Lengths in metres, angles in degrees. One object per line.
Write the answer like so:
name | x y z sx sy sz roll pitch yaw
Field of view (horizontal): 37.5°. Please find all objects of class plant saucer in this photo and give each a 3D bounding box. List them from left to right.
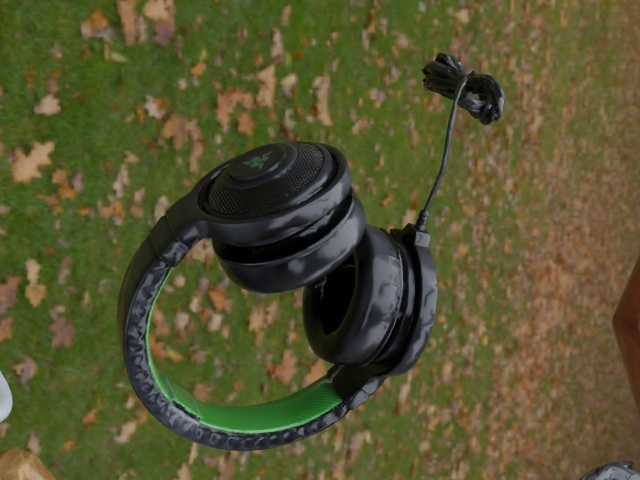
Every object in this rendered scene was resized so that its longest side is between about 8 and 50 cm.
plant saucer | 0.400 0.094 1.067 0.258 0.048 0.259 -54 131 -36

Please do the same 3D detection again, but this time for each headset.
headset | 0.000 0.000 0.808 0.394 0.185 0.243 -43 122 5

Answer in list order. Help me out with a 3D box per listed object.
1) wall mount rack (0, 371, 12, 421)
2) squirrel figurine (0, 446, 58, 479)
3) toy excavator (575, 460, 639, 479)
wall mount rack | -0.244 0.125 0.427 0.130 0.304 0.350 -47 169 1
squirrel figurine | -0.291 0.420 0.761 0.281 0.397 0.370 42 50 -12
toy excavator | 0.290 0.256 0.595 0.222 0.445 0.433 120 -22 -44
